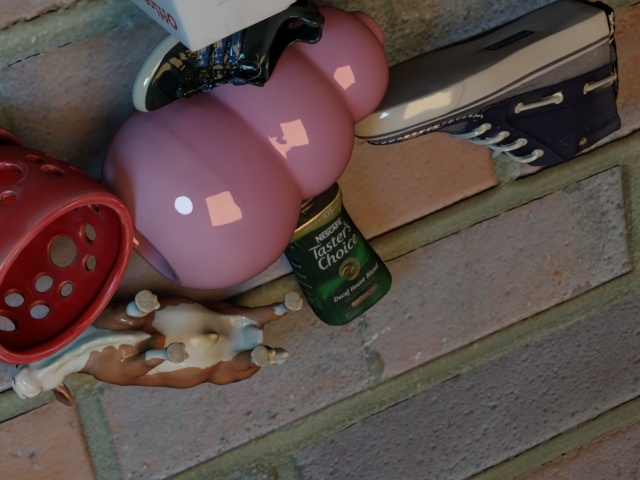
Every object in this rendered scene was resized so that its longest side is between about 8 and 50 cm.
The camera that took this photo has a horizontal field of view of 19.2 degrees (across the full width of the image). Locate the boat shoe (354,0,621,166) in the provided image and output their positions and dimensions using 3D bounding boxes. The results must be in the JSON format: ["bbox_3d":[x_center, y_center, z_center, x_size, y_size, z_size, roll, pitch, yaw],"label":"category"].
[{"bbox_3d":[0.190,-0.136,2.062,0.340,0.127,0.158,-23,115,-19],"label":"boat shoe"}]

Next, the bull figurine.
[{"bbox_3d":[-0.168,0.107,1.969,0.310,0.188,0.101,-4,82,-36],"label":"bull figurine"}]

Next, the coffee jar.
[{"bbox_3d":[0.000,0.000,2.054,0.096,0.079,0.184,-38,126,-8],"label":"coffee jar"}]

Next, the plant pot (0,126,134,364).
[{"bbox_3d":[-0.301,-0.003,1.802,0.191,0.174,0.191,-37,146,-31],"label":"plant pot"}]

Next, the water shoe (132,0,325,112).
[{"bbox_3d":[-0.086,-0.177,1.796,0.203,0.080,0.073,-38,158,-14],"label":"water shoe"}]

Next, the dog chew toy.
[{"bbox_3d":[-0.062,-0.108,1.900,0.332,0.206,0.206,-45,127,-13],"label":"dog chew toy"}]

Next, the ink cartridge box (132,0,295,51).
[{"bbox_3d":[-0.148,-0.338,1.727,0.117,0.201,0.278,-29,125,-13],"label":"ink cartridge box"}]
